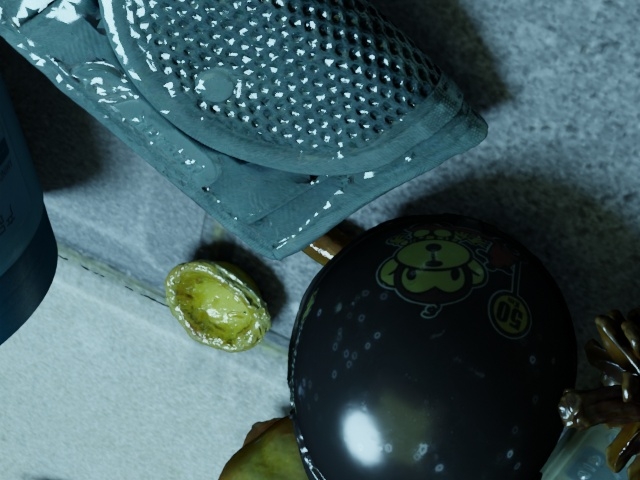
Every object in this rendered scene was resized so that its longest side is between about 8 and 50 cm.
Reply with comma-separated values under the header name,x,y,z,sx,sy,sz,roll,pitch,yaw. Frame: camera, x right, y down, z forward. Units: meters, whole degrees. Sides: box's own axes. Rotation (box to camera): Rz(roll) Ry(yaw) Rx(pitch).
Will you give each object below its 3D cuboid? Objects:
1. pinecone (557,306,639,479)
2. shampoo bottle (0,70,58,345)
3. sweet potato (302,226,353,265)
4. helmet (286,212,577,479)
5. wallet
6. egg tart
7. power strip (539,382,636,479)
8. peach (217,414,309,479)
name,x,y,z,sx,sy,sz,roll,pitch,yaw
pinecone,0.285,0.113,1.258,0.212,0.168,0.186,-7,105,14
shampoo bottle,-0.416,-0.086,1.382,0.331,0.331,0.343,6,128,26
sweet potato,0.000,0.000,1.425,0.095,0.034,0.034,30,136,18
helmet,0.082,0.117,1.309,0.230,0.160,0.279,13,92,3
wallet,-0.071,-0.131,1.259,0.237,0.075,0.342,-30,120,36
egg tart,-0.088,0.052,1.512,0.105,0.039,0.105,16,132,18
power strip,0.227,0.202,1.453,0.080,0.048,0.286,33,136,3
peach,0.003,0.259,1.511,0.257,0.232,0.232,50,150,42
